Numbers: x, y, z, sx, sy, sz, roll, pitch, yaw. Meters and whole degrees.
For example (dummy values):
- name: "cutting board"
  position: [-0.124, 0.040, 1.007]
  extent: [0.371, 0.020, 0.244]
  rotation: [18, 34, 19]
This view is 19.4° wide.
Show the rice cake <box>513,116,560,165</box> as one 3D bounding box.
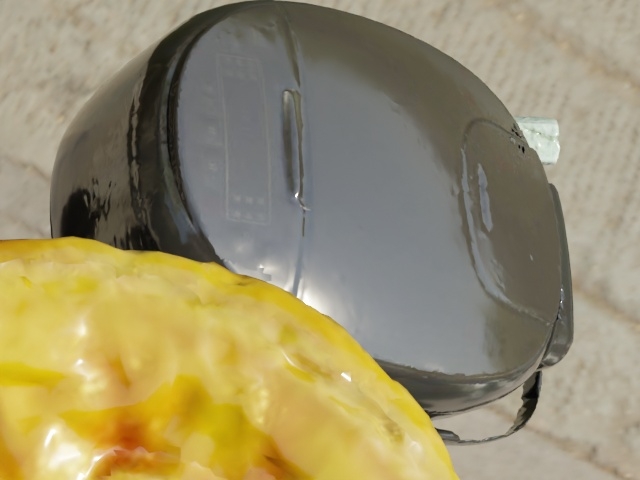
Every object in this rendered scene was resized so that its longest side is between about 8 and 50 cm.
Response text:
- name: "rice cake"
  position: [0.072, -0.088, 1.517]
  extent: [0.245, 0.045, 0.042]
  rotation: [6, 103, 3]

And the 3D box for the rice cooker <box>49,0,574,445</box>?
- name: "rice cooker"
  position: [0.001, 0.000, 0.640]
  extent: [0.203, 0.118, 0.142]
  rotation: [23, 56, -41]

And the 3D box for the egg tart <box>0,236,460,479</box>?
- name: "egg tart"
  position: [-0.065, 0.109, 0.408]
  extent: [0.202, 0.147, 0.203]
  rotation: [3, 76, -11]
